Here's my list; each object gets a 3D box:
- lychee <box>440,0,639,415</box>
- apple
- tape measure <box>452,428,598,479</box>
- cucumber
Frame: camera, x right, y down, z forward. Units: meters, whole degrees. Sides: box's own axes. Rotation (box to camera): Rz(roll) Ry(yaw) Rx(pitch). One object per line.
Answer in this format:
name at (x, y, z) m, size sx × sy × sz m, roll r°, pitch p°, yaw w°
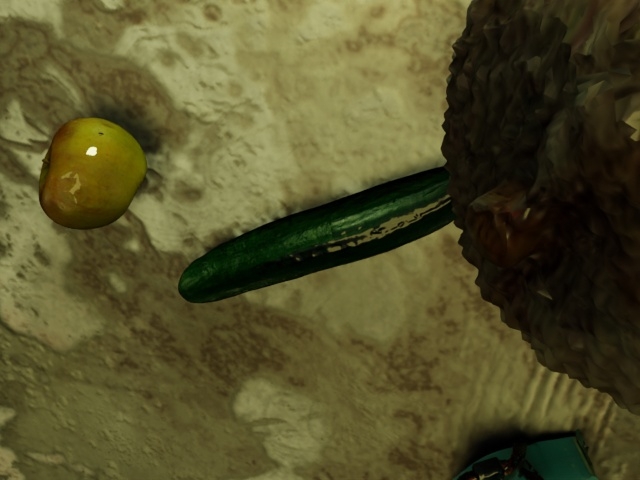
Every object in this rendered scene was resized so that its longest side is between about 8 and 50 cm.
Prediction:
lychee at (0.201, -0.054, 0.426) m, size 0.300 × 0.300 × 0.300 m, roll 6°, pitch 120°, yaw 11°
apple at (-0.178, -0.050, 0.627) m, size 0.074 × 0.089 × 0.089 m, roll 28°, pitch 123°, yaw -16°
tape measure at (0.173, 0.235, 0.695) m, size 0.125 × 0.081 × 0.146 m, roll -14°, pitch 118°, yaw 3°
cucumber at (0.000, 0.000, 0.629) m, size 0.284 × 0.056 × 0.056 m, roll -20°, pitch 111°, yaw 25°
